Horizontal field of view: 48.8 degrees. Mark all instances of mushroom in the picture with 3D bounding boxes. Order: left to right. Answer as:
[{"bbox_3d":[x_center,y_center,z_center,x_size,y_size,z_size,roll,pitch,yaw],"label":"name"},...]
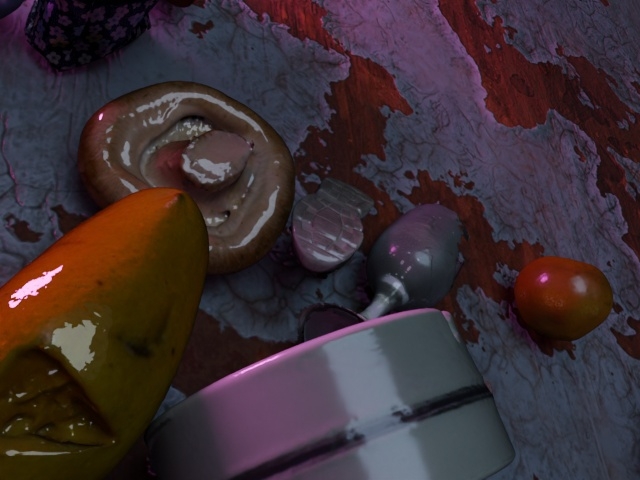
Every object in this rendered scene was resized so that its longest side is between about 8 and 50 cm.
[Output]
[{"bbox_3d":[-0.164,-0.081,0.905,0.278,0.146,0.278,10,66,-23],"label":"mushroom"}]

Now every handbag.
[{"bbox_3d":[-0.284,-0.340,0.945,0.127,0.208,0.228,47,45,-5],"label":"handbag"}]

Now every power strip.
[{"bbox_3d":[0.001,0.213,0.708,0.357,0.357,0.161,-9,68,-37],"label":"power strip"}]

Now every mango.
[{"bbox_3d":[-0.226,0.083,0.678,0.182,0.253,0.365,35,51,-16],"label":"mango"}]

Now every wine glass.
[{"bbox_3d":[0.101,0.063,0.992,0.143,0.143,0.321,46,47,0],"label":"wine glass"}]

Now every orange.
[{"bbox_3d":[0.399,0.097,1.167,0.159,0.159,0.136,17,87,-24],"label":"orange"}]

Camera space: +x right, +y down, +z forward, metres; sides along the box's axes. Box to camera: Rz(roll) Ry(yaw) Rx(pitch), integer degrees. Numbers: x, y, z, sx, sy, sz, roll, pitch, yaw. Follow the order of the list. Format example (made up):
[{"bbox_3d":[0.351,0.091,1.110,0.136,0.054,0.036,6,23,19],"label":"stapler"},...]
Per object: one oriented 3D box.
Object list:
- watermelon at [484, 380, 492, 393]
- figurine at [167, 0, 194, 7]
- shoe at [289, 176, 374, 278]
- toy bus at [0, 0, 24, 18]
[{"bbox_3d":[0.215,0.238,1.003,0.092,0.072,0.084,15,37,-20],"label":"watermelon"},{"bbox_3d":[-0.245,-0.467,1.082,0.173,0.173,0.173,17,54,-24],"label":"figurine"},{"bbox_3d":[0.001,0.000,0.978,0.099,0.125,0.227,30,30,2],"label":"shoe"},{"bbox_3d":[-0.501,-0.379,0.835,0.232,0.197,0.294,-28,70,-10],"label":"toy bus"}]
